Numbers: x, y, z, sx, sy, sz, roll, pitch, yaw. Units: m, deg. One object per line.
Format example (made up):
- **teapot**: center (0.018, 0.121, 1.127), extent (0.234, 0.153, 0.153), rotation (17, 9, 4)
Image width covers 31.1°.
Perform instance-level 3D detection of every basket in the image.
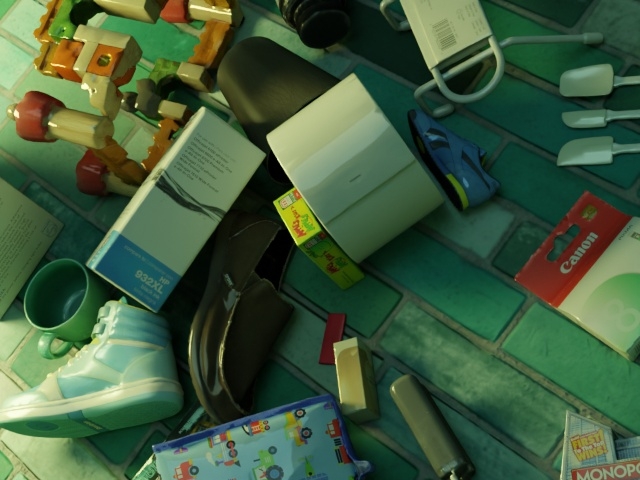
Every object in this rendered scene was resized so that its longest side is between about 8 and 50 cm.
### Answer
- **basket**: center (-0.067, -0.234, 1.940), extent (0.204, 0.154, 0.227), rotation (-45, 52, 2)

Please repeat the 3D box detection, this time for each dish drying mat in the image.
- **dish drying mat**: center (0.019, 0.153, 1.793), extent (0.032, 0.008, 0.083), rotation (1, 68, 26)

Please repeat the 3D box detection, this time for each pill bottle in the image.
- **pill bottle**: center (-0.024, -0.448, 2.035), extent (0.123, 0.123, 0.219), rotation (-28, 58, 11)

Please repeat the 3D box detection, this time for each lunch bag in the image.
- **lunch bag**: center (-0.064, 0.360, 1.645), extent (0.293, 0.138, 0.221), rotation (-20, 70, 10)

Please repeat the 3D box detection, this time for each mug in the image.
- **mug**: center (-0.434, 0.118, 1.968), extent (0.158, 0.097, 0.129), rotation (-48, 57, -2)

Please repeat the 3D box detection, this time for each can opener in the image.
- **can opener**: center (0.162, 0.323, 1.604), extent (0.095, 0.076, 0.283), rotation (-35, 55, 5)

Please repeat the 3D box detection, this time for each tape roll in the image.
- **tape roll**: center (0.054, -0.110, 1.762), extent (0.169, 0.246, 0.246), rotation (-35, 57, 6)

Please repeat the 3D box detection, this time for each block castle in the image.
- **block castle**: center (-0.342, -0.320, 2.018), extent (0.213, 0.303, 0.453), rotation (16, 74, 24)

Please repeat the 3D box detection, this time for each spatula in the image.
- **spatula**: center (0.480, -0.196, 1.739), extent (0.242, 0.019, 0.168), rotation (-3, 64, 24)

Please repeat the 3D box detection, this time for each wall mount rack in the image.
- **wall mount rack**: center (0.266, -0.361, 1.862), extent (0.304, 0.130, 0.350), rotation (-26, 58, 16)

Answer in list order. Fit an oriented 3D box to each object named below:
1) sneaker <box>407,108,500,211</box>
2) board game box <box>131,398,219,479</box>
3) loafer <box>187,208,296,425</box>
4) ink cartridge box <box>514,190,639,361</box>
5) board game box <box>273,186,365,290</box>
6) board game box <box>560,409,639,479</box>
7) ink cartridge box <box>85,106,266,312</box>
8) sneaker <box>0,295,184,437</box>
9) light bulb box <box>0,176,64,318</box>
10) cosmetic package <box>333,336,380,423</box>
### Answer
- **sneaker**: center (0.209, -0.137, 1.815), extent (0.082, 0.069, 0.209), rotation (-27, 56, -5)
- **board game box**: center (-0.204, 0.353, 1.790), extent (0.126, 0.026, 0.186), rotation (37, 86, 34)
- **loafer**: center (-0.113, 0.110, 1.799), extent (0.130, 0.134, 0.366), rotation (-5, 64, 22)
- **ink cartridge box**: center (0.408, 0.038, 1.640), extent (0.225, 0.056, 0.181), rotation (38, 85, 32)
- **board game box**: center (0.000, 0.000, 1.771), extent (0.043, 0.181, 0.092), rotation (-35, 56, 6)
- **board game box**: center (0.393, 0.312, 1.510), extent (0.194, 0.060, 0.194), rotation (-14, 62, 19)
- **ink cartridge box**: center (-0.239, -0.048, 1.874), extent (0.129, 0.223, 0.307), rotation (36, 82, -11)
- **sneaker**: center (-0.377, 0.204, 1.887), extent (0.319, 0.127, 0.208), rotation (-10, 64, 10)
- **light bulb box**: center (-0.723, -0.076, 2.040), extent (0.358, 0.361, 0.225), rotation (25, 78, 33)
- **cosmetic package**: center (0.054, 0.209, 1.718), extent (0.041, 0.060, 0.115), rotation (-18, 62, 18)
